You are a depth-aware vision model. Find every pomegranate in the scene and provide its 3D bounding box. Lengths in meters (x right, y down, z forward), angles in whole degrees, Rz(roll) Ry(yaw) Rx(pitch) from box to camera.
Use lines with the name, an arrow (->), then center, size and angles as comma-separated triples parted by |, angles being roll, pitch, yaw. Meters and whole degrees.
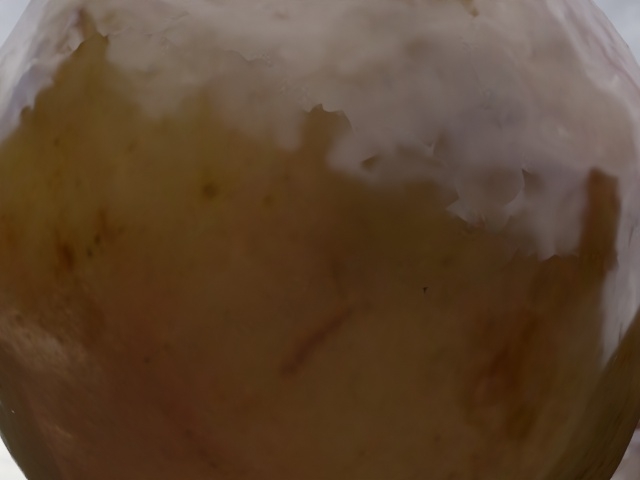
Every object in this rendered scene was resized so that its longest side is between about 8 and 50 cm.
pomegranate -> 0.000, 0.000, 0.569 | 0.411, 0.412, 0.411 | 13, -23, 5

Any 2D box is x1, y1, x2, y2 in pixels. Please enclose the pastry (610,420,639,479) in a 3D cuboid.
pastry -> 0.377, 0.211, 0.720 | 0.409, 0.245, 0.409 | 0, 17, 0
